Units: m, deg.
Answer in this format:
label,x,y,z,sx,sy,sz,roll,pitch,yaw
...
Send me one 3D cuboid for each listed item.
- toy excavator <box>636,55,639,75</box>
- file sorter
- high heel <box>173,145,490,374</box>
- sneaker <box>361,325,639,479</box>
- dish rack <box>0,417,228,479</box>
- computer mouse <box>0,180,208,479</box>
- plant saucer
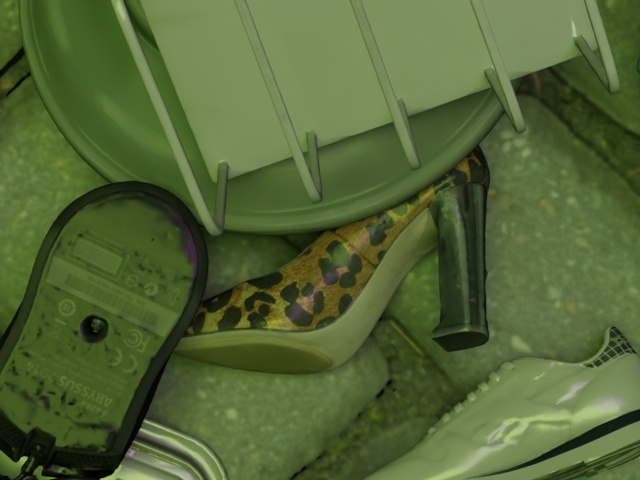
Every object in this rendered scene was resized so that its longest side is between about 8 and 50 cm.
label,x,y,z,sx,sy,sz,roll,pitch,yaw
toy excavator,0.281,-0.192,1.131,0.222,0.433,0.445,-37,126,1
file sorter,0.028,-0.144,1.062,0.278,0.173,0.192,-19,110,5
high heel,0.000,0.000,1.277,0.261,0.093,0.186,-6,65,14
sneaker,0.131,0.143,1.250,0.235,0.090,0.094,-19,72,-1
dish rack,-0.243,0.267,1.250,0.286,0.072,0.332,22,87,-3
computer mouse,-0.179,0.083,1.214,0.188,0.072,0.272,30,82,-3
plant saucer,-0.036,-0.207,1.235,0.401,0.100,0.400,-2,75,8
